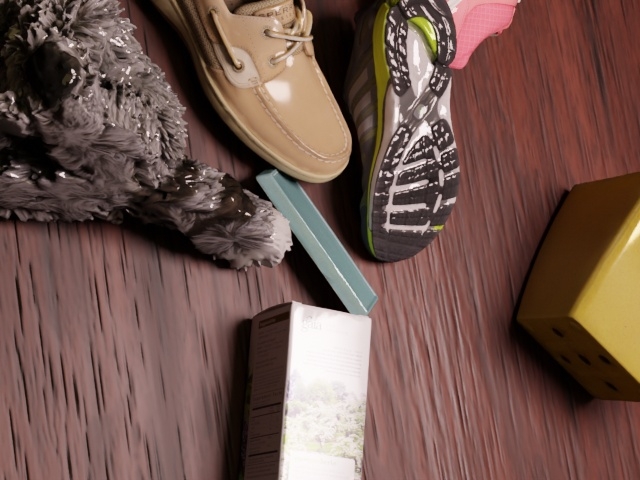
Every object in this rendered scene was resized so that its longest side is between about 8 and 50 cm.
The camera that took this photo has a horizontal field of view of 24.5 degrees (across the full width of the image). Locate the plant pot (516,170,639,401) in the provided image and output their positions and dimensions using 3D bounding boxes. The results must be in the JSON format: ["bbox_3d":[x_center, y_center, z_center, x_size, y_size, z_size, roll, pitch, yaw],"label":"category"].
[{"bbox_3d":[0.350,0.067,1.658,0.212,0.212,0.187,43,74,-11],"label":"plant pot"}]

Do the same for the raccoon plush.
[{"bbox_3d":[-0.222,-0.165,1.468,0.446,0.216,0.299,38,42,-49],"label":"raccoon plush"}]

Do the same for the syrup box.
[{"bbox_3d":[-0.018,0.188,1.484,0.093,0.096,0.237,12,71,-27],"label":"syrup box"}]

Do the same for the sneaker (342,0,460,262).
[{"bbox_3d":[0.081,-0.126,1.615,0.111,0.121,0.300,2,95,-27],"label":"sneaker"}]

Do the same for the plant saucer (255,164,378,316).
[{"bbox_3d":[0.000,0.000,1.566,0.192,0.018,0.067,54,20,-5],"label":"plant saucer"}]

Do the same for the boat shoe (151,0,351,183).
[{"bbox_3d":[-0.070,-0.213,1.538,0.341,0.110,0.121,52,45,-5],"label":"boat shoe"}]

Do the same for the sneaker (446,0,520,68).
[{"bbox_3d":[0.191,-0.316,1.737,0.314,0.116,0.136,-48,129,-34],"label":"sneaker"}]
